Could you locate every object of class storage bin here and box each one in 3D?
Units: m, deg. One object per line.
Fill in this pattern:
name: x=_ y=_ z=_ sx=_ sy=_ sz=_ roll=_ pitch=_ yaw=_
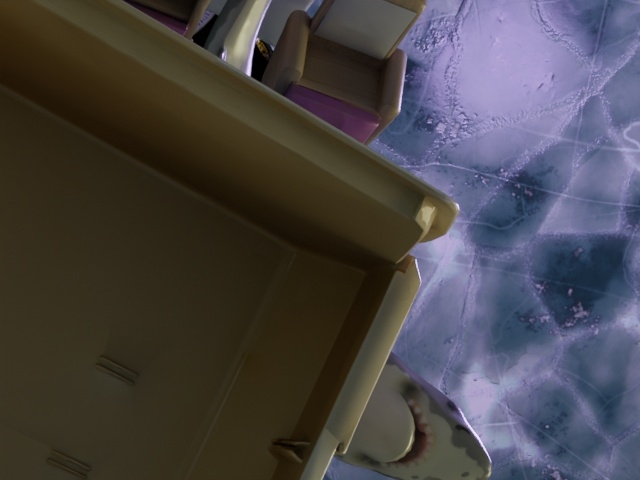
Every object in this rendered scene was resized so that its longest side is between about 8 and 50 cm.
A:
storage bin: x=-0.119 y=0.056 z=0.387 sx=0.262 sy=0.260 sz=0.123 roll=-65 pitch=-166 yaw=-15

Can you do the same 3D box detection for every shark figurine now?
shark figurine: x=-0.020 y=-0.021 z=0.557 sx=0.116 sy=0.166 sz=0.278 roll=-17 pitch=98 yaw=-76

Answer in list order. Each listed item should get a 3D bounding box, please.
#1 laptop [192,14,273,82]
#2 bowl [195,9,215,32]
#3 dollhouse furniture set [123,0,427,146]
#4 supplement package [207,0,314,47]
laptop: x=-0.093 y=-0.142 z=1.213 sx=0.382 sy=0.408 sz=0.236 roll=-20 pitch=-166 yaw=47
bowl: x=-0.149 y=-0.256 z=0.995 sx=0.170 sy=0.080 sz=0.170 roll=-34 pitch=135 yaw=-43
dollhouse furniture set: x=-0.080 y=-0.051 z=0.585 sx=0.198 sy=0.286 sz=0.303 roll=130 pitch=-27 yaw=-52
supplement package: x=-0.054 y=-0.282 z=0.830 sx=0.203 sy=0.194 sz=0.149 roll=-63 pitch=-171 yaw=-12
